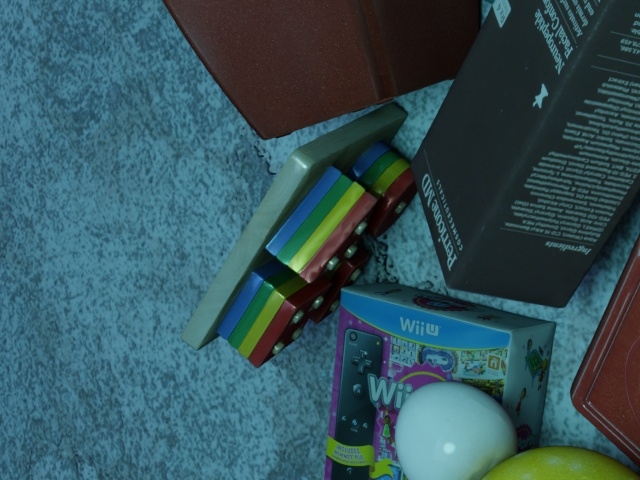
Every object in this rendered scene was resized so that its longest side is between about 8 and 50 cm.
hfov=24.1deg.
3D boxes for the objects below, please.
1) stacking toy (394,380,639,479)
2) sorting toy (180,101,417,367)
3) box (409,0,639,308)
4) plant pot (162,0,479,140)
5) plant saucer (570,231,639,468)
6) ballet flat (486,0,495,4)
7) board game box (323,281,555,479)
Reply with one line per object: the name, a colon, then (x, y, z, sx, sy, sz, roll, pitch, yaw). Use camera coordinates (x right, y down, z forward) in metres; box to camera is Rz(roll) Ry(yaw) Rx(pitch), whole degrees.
stacking toy: (0.240, 0.302, 1.368, 0.480, 0.350, 0.351, 50, 123, 31)
sorting toy: (0.000, 0.000, 1.600, 0.089, 0.257, 0.255, 38, 118, 11)
box: (0.227, -0.141, 1.376, 0.191, 0.143, 0.381, -103, 29, -47)
plant pot: (0.015, -0.250, 1.567, 0.267, 0.267, 0.236, -14, 96, 40)
plant saucer: (0.347, 0.140, 1.390, 0.259, 0.047, 0.258, 45, 137, 31)
ballet flat: (0.228, -0.244, 1.517, 0.168, 0.057, 0.052, 33, 86, 30)
board game box: (0.118, 0.214, 1.610, 0.224, 0.097, 0.303, 13, 101, 38)
